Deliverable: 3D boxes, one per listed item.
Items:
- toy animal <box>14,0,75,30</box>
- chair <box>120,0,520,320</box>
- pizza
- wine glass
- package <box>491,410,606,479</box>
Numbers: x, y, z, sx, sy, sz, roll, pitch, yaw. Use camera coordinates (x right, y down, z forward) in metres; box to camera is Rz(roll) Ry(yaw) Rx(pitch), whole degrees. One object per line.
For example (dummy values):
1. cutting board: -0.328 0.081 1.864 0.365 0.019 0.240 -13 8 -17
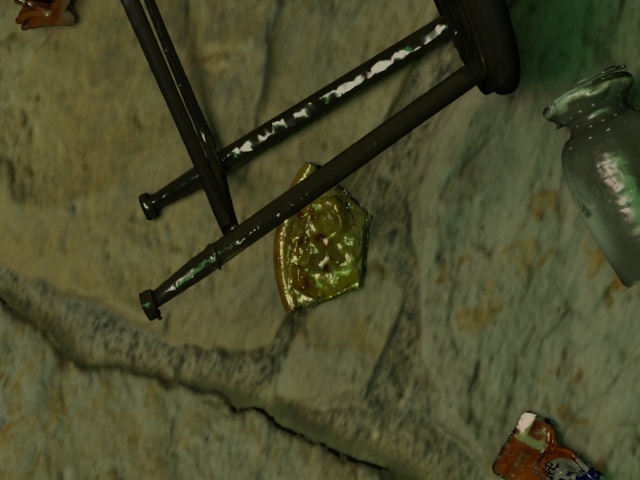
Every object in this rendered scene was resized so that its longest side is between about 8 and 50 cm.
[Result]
1. toy animal: -0.230 -0.360 1.857 0.284 0.225 0.302 19 108 -7
2. chair: -0.049 -0.213 1.655 0.410 0.362 0.364 -23 107 1
3. pizza: 0.000 0.000 1.815 0.099 0.036 0.160 8 92 14
4. wine glass: 0.300 -0.060 1.699 0.111 0.111 0.204 -25 83 13
5. package: 0.235 0.229 1.757 0.111 0.033 0.077 31 121 26
